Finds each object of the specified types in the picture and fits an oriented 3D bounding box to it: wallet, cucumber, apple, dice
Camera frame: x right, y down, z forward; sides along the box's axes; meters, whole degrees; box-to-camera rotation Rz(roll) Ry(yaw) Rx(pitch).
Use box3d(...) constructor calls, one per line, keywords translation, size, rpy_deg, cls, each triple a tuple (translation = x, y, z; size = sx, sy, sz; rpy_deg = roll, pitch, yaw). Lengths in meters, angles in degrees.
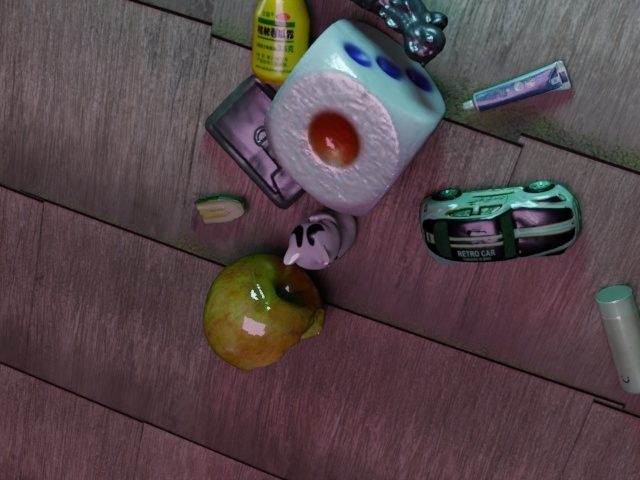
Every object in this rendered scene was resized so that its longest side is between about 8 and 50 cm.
box3d(translation=(-0.105, -0.193, 1.965), size=(0.168, 0.052, 0.245), rpy_deg=(-41, 93, 27), cls="wallet")
box3d(translation=(-0.204, -0.070, 2.062), size=(0.107, 0.035, 0.067), rpy_deg=(-5, 130, 21), cls="cucumber")
box3d(translation=(-0.121, 0.155, 2.022), size=(0.246, 0.246, 0.226), rpy_deg=(42, 128, -3), cls="apple")
box3d(translation=(0.061, -0.221, 1.773), size=(0.259, 0.251, 0.243), rpy_deg=(39, 122, -1), cls="dice")

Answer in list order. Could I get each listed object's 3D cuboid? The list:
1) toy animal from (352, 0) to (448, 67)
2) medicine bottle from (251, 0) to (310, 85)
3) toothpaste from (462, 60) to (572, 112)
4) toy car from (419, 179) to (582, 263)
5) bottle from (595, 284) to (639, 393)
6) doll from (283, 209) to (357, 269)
box3d(translation=(0.103, -0.435, 1.700), size=(0.343, 0.168, 0.106), rpy_deg=(43, 120, 14), cls="toy animal")
box3d(translation=(-0.070, -0.441, 1.818), size=(0.111, 0.076, 0.309), rpy_deg=(11, 116, 13), cls="medicine bottle")
box3d(translation=(0.349, -0.268, 1.771), size=(0.197, 0.035, 0.057), rpy_deg=(-16, 114, 22), cls="toothpaste")
box3d(translation=(0.327, -0.022, 1.843), size=(0.305, 0.125, 0.136), rpy_deg=(-3, 112, 22), cls="toy car")
box3d(translation=(0.583, 0.189, 1.879), size=(0.072, 0.072, 0.202), rpy_deg=(-13, 109, 25), cls="bottle")
box3d(translation=(0.002, -0.004, 1.944), size=(0.110, 0.180, 0.107), rpy_deg=(-8, 98, 24), cls="doll")
